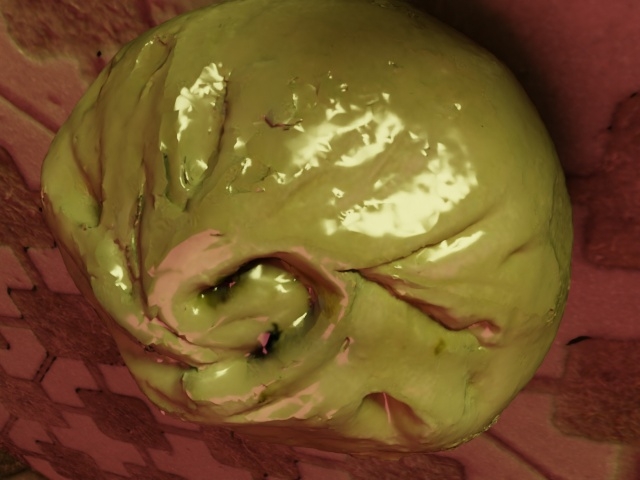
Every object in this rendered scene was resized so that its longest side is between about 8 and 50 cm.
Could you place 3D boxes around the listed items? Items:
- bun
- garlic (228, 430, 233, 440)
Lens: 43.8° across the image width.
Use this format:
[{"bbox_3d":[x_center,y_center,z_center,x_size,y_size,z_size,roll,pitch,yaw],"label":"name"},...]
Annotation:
[{"bbox_3d":[0.000,0.000,0.532,0.362,0.234,0.326,41,109,-8],"label":"bun"},{"bbox_3d":[-0.058,0.094,0.797,0.145,0.164,0.245,13,150,-7],"label":"garlic"}]
